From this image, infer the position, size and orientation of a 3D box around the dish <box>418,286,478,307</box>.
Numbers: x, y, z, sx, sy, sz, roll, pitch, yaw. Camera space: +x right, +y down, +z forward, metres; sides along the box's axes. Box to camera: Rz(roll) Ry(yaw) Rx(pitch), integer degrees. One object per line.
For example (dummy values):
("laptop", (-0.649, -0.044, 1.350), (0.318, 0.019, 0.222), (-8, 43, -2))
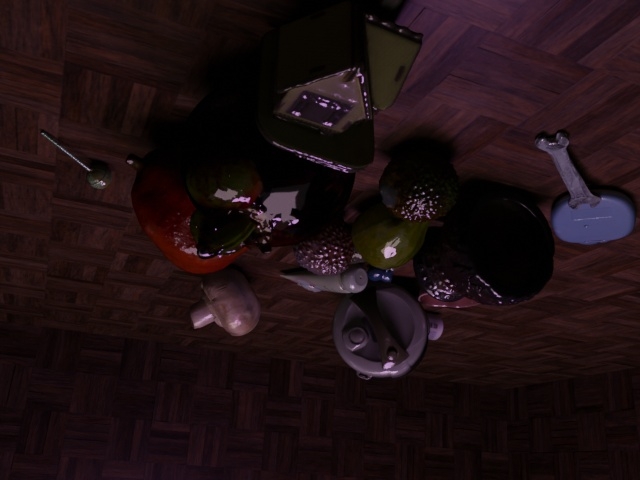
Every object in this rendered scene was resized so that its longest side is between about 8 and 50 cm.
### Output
("dish", (0.413, 0.148, 2.044), (0.214, 0.090, 0.213), (4, 162, 1))

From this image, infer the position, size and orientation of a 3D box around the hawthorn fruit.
("hawthorn fruit", (-0.262, -0.090, 1.328), (0.307, 0.265, 0.265), (37, 146, -23))

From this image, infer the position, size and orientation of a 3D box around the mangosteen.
("mangosteen", (-0.093, -0.111, 1.083), (0.306, 0.359, 0.305), (4, 129, 5))

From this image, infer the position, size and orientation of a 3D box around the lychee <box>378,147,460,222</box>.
("lychee", (0.210, -0.112, 1.316), (0.171, 0.171, 0.171), (3, 159, 1))

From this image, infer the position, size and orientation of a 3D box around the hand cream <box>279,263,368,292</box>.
("hand cream", (0.018, 0.122, 2.069), (0.147, 0.093, 0.306), (22, 162, -40))

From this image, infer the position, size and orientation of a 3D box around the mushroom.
("mushroom", (-0.325, 0.220, 2.135), (0.234, 0.254, 0.260), (-31, 117, -9))

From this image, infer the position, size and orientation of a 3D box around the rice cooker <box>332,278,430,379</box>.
("rice cooker", (0.207, 0.303, 2.166), (0.336, 0.334, 0.325), (0, 163, 11))

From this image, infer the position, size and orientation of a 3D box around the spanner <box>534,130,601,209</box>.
("spanner", (0.517, -0.137, 1.332), (0.071, 0.017, 0.302), (-11, 148, 31))

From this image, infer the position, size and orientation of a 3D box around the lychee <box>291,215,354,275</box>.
("lychee", (0.000, 0.000, 1.629), (0.197, 0.165, 0.165), (47, 145, -11))

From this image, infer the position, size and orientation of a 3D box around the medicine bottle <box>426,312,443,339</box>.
("medicine bottle", (0.372, 0.321, 2.484), (0.187, 0.102, 0.103), (13, 157, -24))

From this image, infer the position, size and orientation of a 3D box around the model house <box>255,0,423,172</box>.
("model house", (0.056, -0.258, 0.884), (0.205, 0.218, 0.279), (14, 153, -27))

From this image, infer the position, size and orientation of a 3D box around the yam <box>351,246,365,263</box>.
("yam", (0.078, 0.018, 1.747), (0.183, 0.107, 0.107), (-4, 158, 19))

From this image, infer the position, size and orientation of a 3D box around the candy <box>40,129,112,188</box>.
("candy", (-0.538, -0.180, 1.417), (0.061, 0.061, 0.202), (-7, 149, 27))

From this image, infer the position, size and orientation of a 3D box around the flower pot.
("flower pot", (0.369, 0.035, 1.529), (0.267, 0.266, 0.267), (12, 163, -21))

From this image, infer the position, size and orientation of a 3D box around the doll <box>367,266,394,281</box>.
("doll", (0.188, 0.101, 2.017), (0.083, 0.050, 0.076), (8, 155, -5))

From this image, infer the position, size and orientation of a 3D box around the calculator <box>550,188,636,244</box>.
("calculator", (0.656, -0.048, 1.552), (0.189, 0.042, 0.303), (-7, 153, 24))

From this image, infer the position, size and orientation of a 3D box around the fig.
("fig", (0.170, -0.015, 1.542), (0.167, 0.167, 0.233), (12, 165, -20))
